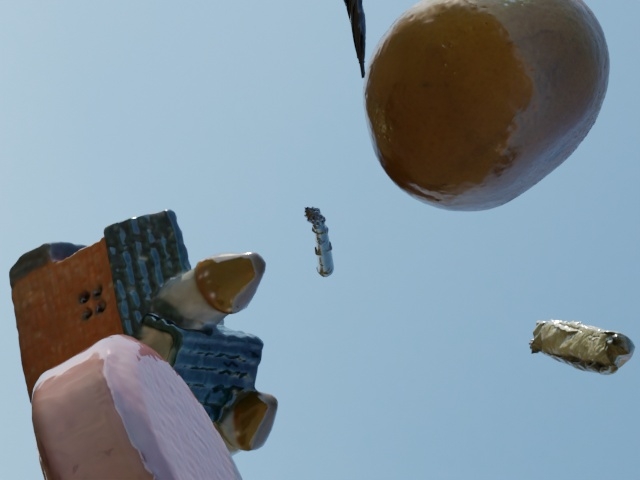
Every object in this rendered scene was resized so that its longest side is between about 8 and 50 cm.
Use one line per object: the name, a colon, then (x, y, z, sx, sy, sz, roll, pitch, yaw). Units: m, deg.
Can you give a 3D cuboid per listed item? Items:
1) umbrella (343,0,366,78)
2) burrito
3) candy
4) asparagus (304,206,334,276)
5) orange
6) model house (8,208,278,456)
umbrella: (0.022, -0.164, 1.219, 0.013, 0.022, 0.122, -15, -117, 25)
burrito: (0.249, 0.100, 1.746, 0.185, 0.041, 0.045, -166, -87, -72)
candy: (-0.128, 0.196, 1.417, 0.255, 0.094, 0.255, 60, 7, -12)
asparagus: (0.000, 0.000, 2.165, 0.248, 0.024, 0.025, 78, 7, -73)
orange: (0.097, -0.092, 1.103, 0.124, 0.156, 0.156, 47, -34, 15)
model house: (-0.133, 0.094, 1.768, 0.301, 0.190, 0.271, -32, -120, 35)
